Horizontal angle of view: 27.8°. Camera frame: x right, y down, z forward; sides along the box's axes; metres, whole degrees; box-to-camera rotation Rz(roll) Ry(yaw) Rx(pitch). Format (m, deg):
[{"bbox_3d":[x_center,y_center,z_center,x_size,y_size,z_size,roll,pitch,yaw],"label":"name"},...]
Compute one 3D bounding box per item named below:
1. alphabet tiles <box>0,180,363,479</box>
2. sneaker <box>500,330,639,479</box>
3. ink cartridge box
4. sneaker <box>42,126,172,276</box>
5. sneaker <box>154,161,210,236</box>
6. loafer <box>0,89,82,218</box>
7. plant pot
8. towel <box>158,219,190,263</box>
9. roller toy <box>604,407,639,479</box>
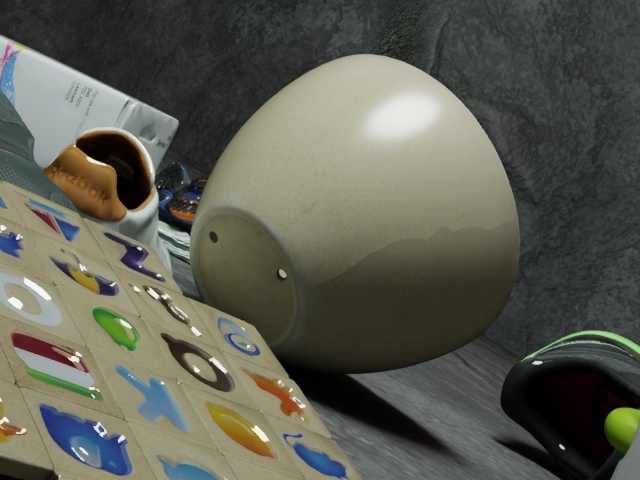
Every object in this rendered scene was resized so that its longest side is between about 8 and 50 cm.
[{"bbox_3d":[-0.093,0.064,0.633,0.285,0.011,0.342,27,15,-40],"label":"alphabet tiles"},{"bbox_3d":[0.369,0.247,1.274,0.202,0.185,0.483,0,20,-44],"label":"sneaker"},{"bbox_3d":[-0.327,-0.153,1.475,0.278,0.117,0.201,25,2,9],"label":"ink cartridge box"},{"bbox_3d":[-0.152,-0.018,0.991,0.106,0.123,0.290,27,2,2],"label":"sneaker"},{"bbox_3d":[-0.167,-0.035,1.623,0.087,0.083,0.221,58,-17,-27],"label":"sneaker"},{"bbox_3d":[-0.212,-0.016,0.815,0.096,0.084,0.267,29,19,-44],"label":"loafer"},{"bbox_3d":[0.000,0.000,1.115,0.284,0.284,0.191,31,39,32],"label":"plant pot"},{"bbox_3d":[-0.194,-0.018,1.485,0.113,0.023,0.152,29,3,-14],"label":"towel"},{"bbox_3d":[0.333,0.232,1.069,0.191,0.146,0.209,19,12,-14],"label":"roller toy"}]
